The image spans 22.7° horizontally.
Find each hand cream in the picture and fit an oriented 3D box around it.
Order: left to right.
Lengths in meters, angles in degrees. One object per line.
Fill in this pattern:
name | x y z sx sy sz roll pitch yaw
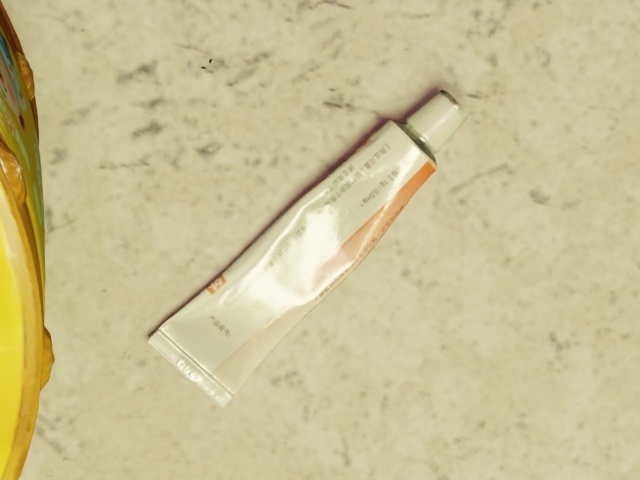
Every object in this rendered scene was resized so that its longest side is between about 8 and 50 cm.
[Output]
hand cream | 0.001 0.001 0.890 0.216 0.038 0.052 -44 75 4

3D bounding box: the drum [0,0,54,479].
drum | -0.324 0.003 0.694 0.431 0.214 0.431 -4 115 -8
